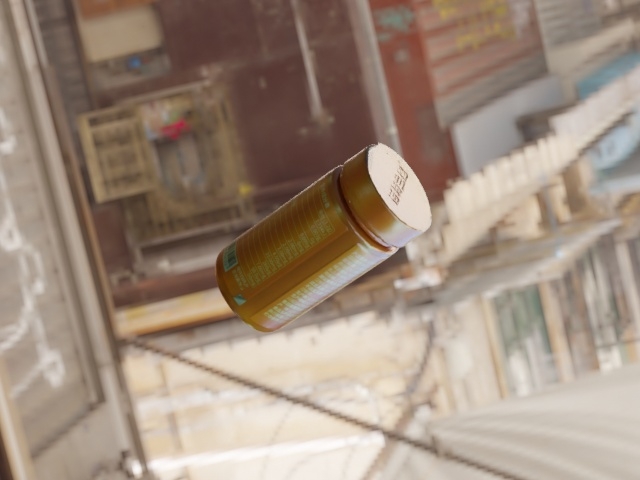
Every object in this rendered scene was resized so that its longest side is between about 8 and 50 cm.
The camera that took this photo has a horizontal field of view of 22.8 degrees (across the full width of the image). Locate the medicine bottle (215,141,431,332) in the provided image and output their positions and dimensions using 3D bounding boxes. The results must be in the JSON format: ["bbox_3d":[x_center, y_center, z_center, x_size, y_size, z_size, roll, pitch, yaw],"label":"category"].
[{"bbox_3d":[0.000,0.000,1.451,0.192,0.096,0.096,-36,177,26],"label":"medicine bottle"}]
